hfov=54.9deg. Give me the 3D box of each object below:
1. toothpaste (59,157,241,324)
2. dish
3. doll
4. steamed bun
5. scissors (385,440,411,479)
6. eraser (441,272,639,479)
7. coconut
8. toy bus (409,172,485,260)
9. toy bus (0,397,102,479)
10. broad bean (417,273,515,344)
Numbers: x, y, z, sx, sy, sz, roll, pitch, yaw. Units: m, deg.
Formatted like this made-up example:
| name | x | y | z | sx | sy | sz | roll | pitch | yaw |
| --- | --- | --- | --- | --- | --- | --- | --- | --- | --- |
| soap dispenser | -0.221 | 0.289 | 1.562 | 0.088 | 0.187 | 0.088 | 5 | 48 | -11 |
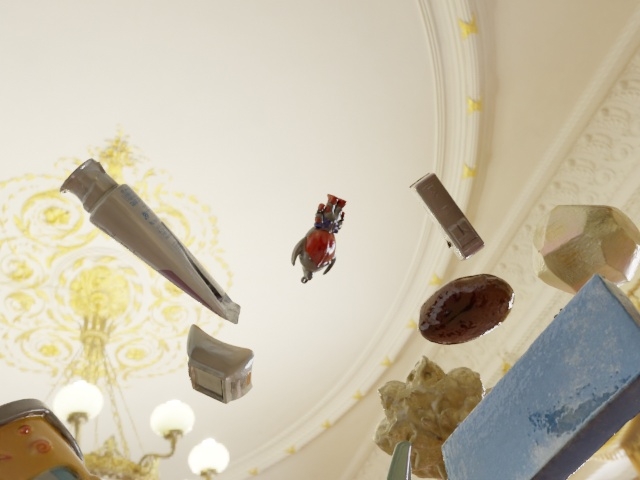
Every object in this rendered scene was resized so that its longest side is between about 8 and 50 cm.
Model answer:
| name | x | y | z | sx | sy | sz | roll | pitch | yaw |
| --- | --- | --- | --- | --- | --- | --- | --- | --- | --- |
| toothpaste | -0.228 | 0.010 | 0.867 | 0.299 | 0.114 | 0.073 | 43 | -90 | -8 |
| dish | -0.226 | 0.281 | 1.330 | 0.151 | 0.077 | 0.212 | 23 | -34 | 8 |
| doll | -0.001 | 0.000 | 1.274 | 0.104 | 0.062 | 0.194 | 15 | -82 | -61 |
| steamed bun | 0.250 | 0.396 | 1.300 | 0.292 | 0.137 | 0.295 | -9 | -74 | 8 |
| scissors | 0.095 | 0.365 | 0.791 | 0.125 | 0.256 | 0.030 | 20 | -54 | 1 |
| eraser | 0.246 | 0.194 | 0.685 | 0.043 | 0.144 | 0.311 | 23 | -63 | -16 |
| coconut | 0.590 | 0.020 | 1.385 | 0.197 | 0.236 | 0.237 | 33 | -61 | -22 |
| toy bus | 0.230 | -0.042 | 1.116 | 0.057 | 0.072 | 0.172 | -36 | -89 | 1 |
| toy bus | -0.195 | 0.215 | 0.396 | 0.126 | 0.136 | 0.209 | -31 | -34 | -41 |
| broad bean | 0.242 | 0.113 | 1.034 | 0.165 | 0.084 | 0.114 | -37 | -60 | 24 |
